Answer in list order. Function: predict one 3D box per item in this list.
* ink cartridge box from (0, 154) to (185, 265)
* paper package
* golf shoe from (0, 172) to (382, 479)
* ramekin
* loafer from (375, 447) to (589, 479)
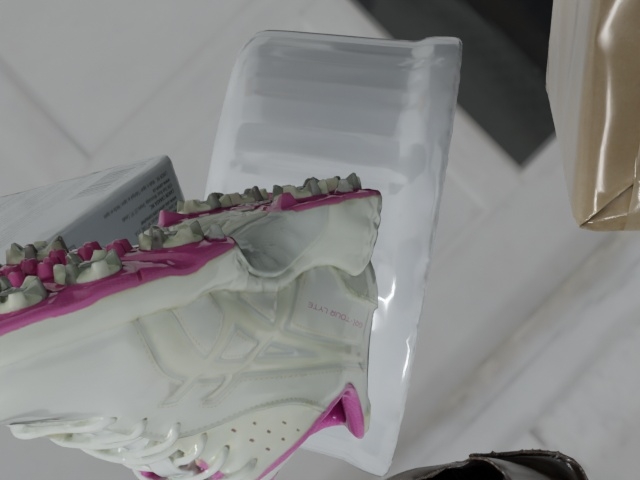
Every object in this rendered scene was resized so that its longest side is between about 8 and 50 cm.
[{"bbox_3d":[-0.247,0.028,1.200,0.275,0.239,0.060,-45,-62,-63],"label":"ink cartridge box"},{"bbox_3d":[0.294,-0.202,1.513,0.325,0.168,0.309,-85,-1,-64],"label":"paper package"},{"bbox_3d":[-0.063,0.056,0.759,0.115,0.306,0.140,-3,98,36],"label":"golf shoe"},{"bbox_3d":[0.000,0.000,1.114,0.135,0.277,0.277,9,173,2],"label":"ramekin"},{"bbox_3d":[0.161,0.278,1.772,0.366,0.130,0.134,-6,-107,-43],"label":"loafer"}]
